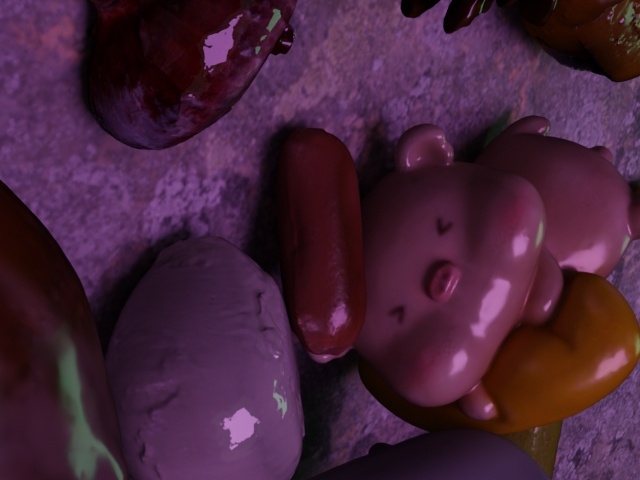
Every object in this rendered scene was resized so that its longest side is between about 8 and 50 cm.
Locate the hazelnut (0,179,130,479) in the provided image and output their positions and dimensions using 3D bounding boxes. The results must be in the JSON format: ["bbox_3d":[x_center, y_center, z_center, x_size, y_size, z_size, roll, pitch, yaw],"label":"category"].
[{"bbox_3d":[-0.276,0.102,0.550,0.315,0.372,0.372,-74,164,-57],"label":"hazelnut"}]

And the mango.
[{"bbox_3d":[0.282,-0.241,1.086,0.248,0.156,0.151,14,65,-51],"label":"mango"}]

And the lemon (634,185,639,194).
[{"bbox_3d":[0.421,-0.042,1.413,0.062,0.062,0.083,-52,142,-11],"label":"lemon"}]

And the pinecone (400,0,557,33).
[{"bbox_3d":[0.099,-0.264,0.826,0.201,0.229,0.202,29,69,-14],"label":"pinecone"}]

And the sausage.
[{"bbox_3d":[0.000,0.000,0.941,0.077,0.077,0.194,2,81,-47],"label":"sausage"}]

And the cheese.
[{"bbox_3d":[-0.091,0.121,0.880,0.154,0.189,0.198,-13,127,-2],"label":"cheese"}]

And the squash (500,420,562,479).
[{"bbox_3d":[0.224,0.200,1.303,0.123,0.123,0.187,-15,118,-42],"label":"squash"}]

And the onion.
[{"bbox_3d":[-0.083,-0.155,0.780,0.151,0.098,0.206,23,94,-52],"label":"onion"}]

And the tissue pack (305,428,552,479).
[{"bbox_3d":[0.055,0.291,0.941,0.333,0.236,0.229,-15,162,-39],"label":"tissue pack"}]

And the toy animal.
[{"bbox_3d":[0.152,0.014,1.017,0.345,0.277,0.247,-51,126,-8],"label":"toy animal"}]
